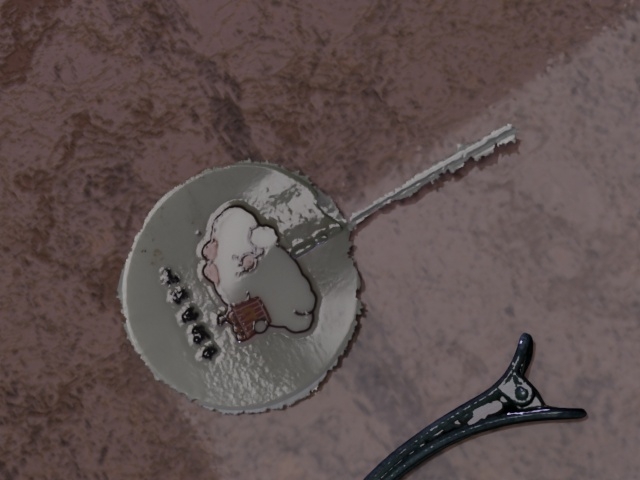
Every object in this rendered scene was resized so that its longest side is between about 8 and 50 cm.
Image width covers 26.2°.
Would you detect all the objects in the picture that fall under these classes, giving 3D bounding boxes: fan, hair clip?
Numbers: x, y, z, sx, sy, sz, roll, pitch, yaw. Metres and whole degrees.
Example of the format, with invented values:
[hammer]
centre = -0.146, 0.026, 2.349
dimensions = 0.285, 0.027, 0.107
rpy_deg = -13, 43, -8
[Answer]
[fan]
centre = 0.000, 0.000, 1.008
dimensions = 0.329, 0.009, 0.190
rpy_deg = -31, 74, 8
[hair clip]
centre = 0.071, 0.157, 0.957
dimensions = 0.229, 0.039, 0.070
rpy_deg = -37, 74, 9
